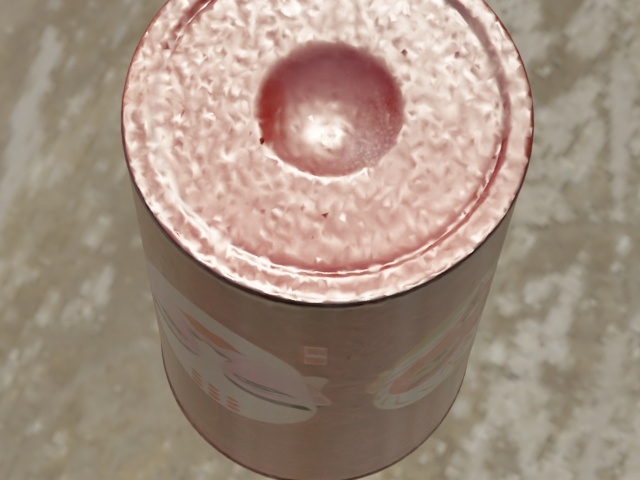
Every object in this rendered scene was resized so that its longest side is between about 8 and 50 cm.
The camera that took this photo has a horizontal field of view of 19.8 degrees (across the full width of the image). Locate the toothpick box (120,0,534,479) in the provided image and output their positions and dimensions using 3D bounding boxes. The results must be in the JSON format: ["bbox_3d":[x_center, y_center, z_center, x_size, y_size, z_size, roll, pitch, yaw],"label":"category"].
[{"bbox_3d":[0.000,0.000,1.028,0.333,0.204,0.204,93,-168,-67],"label":"toothpick box"}]
